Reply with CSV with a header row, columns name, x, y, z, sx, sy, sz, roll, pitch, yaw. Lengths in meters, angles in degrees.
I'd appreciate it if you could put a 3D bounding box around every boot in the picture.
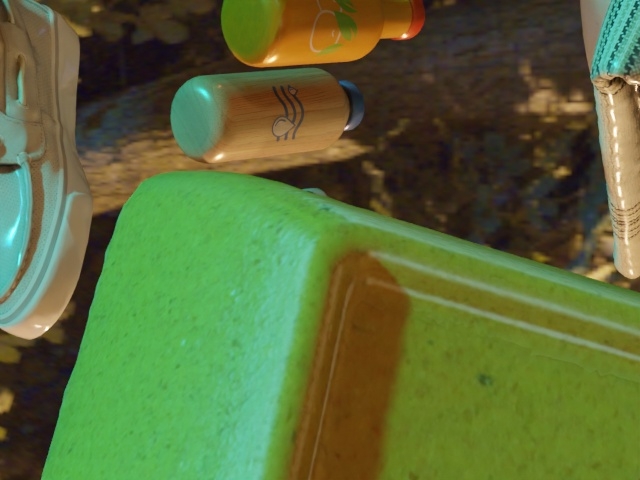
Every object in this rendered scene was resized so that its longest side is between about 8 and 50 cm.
name,x,y,z,sx,sy,sz,roll,pitch,yaw
boot,-0.216,-0.063,1.004,0.123,0.095,0.258,27,-142,-36

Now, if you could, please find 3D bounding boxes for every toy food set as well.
name,x,y,z,sx,sy,sz,roll,pitch,yaw
toy food set,0.000,0.000,0.744,0.104,0.111,0.232,-11,-90,-44

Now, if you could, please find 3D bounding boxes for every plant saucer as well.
name,x,y,z,sx,sy,sz,roll,pitch,yaw
plant saucer,0.080,0.138,0.402,0.332,0.081,0.333,16,-124,-6

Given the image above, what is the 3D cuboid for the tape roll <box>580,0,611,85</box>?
name,x,y,z,sx,sy,sz,roll,pitch,yaw
tape roll,0.313,-0.191,1.264,0.286,0.100,0.286,-4,-85,-52

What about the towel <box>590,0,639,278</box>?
name,x,y,z,sx,sy,sz,roll,pitch,yaw
towel,0.221,-0.148,0.853,0.312,0.056,0.324,-66,-23,-13
